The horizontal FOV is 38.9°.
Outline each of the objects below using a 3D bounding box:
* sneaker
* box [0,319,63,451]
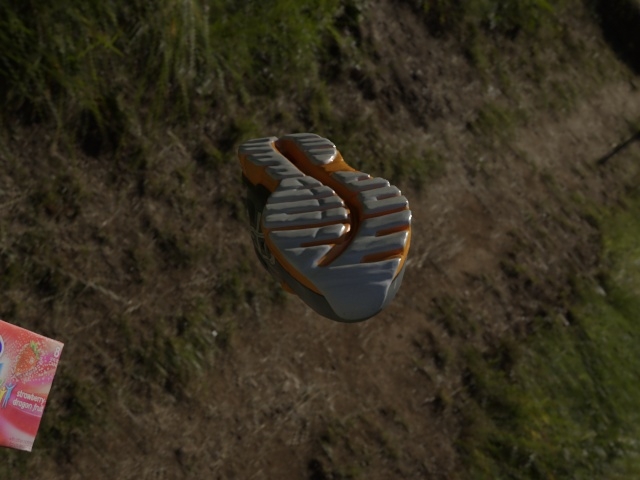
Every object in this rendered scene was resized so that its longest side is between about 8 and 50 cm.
[{"bbox_3d":[0.000,0.000,0.550,0.084,0.083,0.215,-5,24,-10],"label":"sneaker"},{"bbox_3d":[-0.468,0.148,1.080,0.300,0.142,0.154,44,56,-61],"label":"box"}]
